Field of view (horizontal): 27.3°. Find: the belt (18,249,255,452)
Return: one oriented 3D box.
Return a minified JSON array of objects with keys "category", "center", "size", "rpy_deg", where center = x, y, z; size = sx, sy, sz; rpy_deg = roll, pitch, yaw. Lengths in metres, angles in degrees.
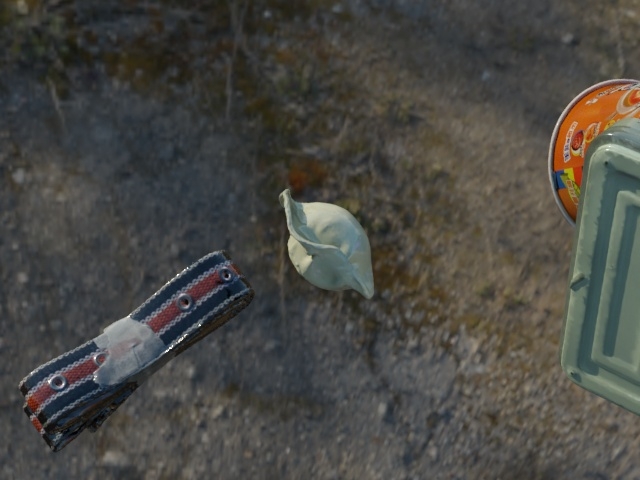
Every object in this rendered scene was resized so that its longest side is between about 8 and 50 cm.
[{"category":"belt","center":[-0.253,0.148,1.832],"size":[0.359,0.126,0.094],"rpy_deg":[-38,69,-8]}]

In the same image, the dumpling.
[{"category":"dumpling","center":[0.002,0.001,1.688],"size":[0.100,0.134,0.169],"rpy_deg":[-24,63,19]}]

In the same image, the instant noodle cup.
[{"category":"instant noodle cup","center":[0.462,-0.108,1.781],"size":[0.250,0.192,0.250],"rpy_deg":[1,88,-17]}]

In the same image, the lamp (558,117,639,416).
[{"category":"lamp","center":[0.315,0.060,1.016],"size":[0.266,0.269,0.047],"rpy_deg":[26,47,29]}]
